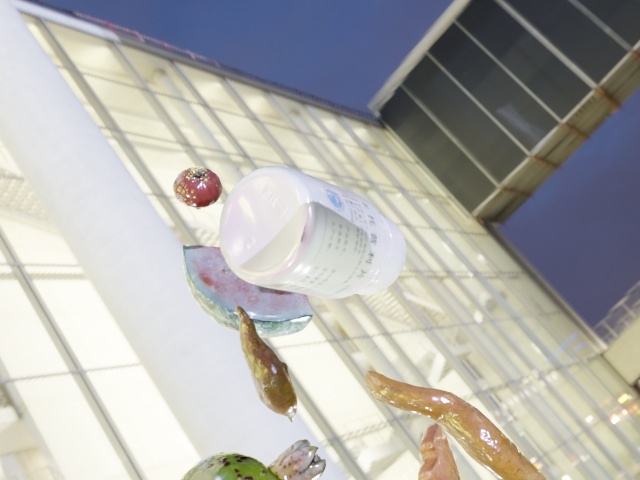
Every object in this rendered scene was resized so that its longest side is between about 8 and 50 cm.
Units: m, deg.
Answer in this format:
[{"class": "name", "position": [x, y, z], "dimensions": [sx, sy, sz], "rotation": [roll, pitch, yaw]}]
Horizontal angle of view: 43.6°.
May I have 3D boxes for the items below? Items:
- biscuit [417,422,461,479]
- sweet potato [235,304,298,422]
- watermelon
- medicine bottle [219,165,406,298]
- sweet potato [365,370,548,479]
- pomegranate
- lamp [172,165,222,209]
[{"class": "biscuit", "position": [0.217, 0.447, 1.354], "dimensions": [0.043, 0.306, 0.284], "rotation": [-17, -41, 17]}, {"class": "sweet potato", "position": [-0.093, 0.212, 1.350], "dimensions": [0.068, 0.226, 0.068], "rotation": [-26, 3, 1]}, {"class": "watermelon", "position": [-0.159, 0.106, 1.747], "dimensions": [0.226, 0.318, 0.148], "rotation": [-56, -9, -37]}, {"class": "medicine bottle", "position": [0.000, 0.000, 1.186], "dimensions": [0.170, 0.170, 0.293], "rotation": [-46, -31, 17]}, {"class": "sweet potato", "position": [0.116, 0.154, 0.675], "dimensions": [0.044, 0.179, 0.044], "rotation": [-51, -18, -24]}, {"class": "pomegranate", "position": [-0.099, 0.372, 1.123], "dimensions": [0.248, 0.202, 0.202], "rotation": [-37, -23, -16]}, {"class": "lamp", "position": [-0.252, -0.108, 1.645], "dimensions": [0.101, 0.101, 0.090], "rotation": [-23, -43, -32]}]
